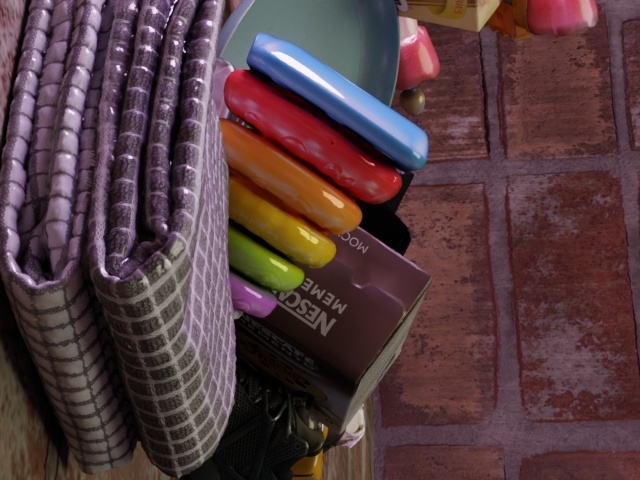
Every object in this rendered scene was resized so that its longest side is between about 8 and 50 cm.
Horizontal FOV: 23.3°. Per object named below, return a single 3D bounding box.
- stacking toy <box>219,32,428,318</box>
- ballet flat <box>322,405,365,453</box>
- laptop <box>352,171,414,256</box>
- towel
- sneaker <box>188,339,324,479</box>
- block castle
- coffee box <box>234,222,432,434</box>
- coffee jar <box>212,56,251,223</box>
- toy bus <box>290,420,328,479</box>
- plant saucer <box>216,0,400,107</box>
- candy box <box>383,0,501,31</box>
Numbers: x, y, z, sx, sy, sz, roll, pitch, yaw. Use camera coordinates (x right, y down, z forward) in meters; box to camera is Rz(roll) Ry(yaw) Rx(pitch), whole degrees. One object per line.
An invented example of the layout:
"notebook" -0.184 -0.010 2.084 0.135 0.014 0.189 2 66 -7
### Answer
"stacking toy" -0.060 0.001 1.232 0.302 0.166 0.175 -57 -179 2
"ballet flat" 0.015 0.272 2.284 0.280 0.096 0.095 12 76 -84
"laptop" 0.056 0.051 1.830 0.264 0.136 0.234 -6 126 -64
"towel" -0.115 -0.020 1.008 0.235 0.121 0.283 81 9 -55
"sneaker" -0.068 0.130 1.375 0.087 0.130 0.227 -81 162 -61
"block castle" 0.126 -0.332 1.969 0.453 0.303 0.212 -135 -151 -61
"coffee box" -0.009 0.068 1.444 0.119 0.168 0.297 -53 172 -14
"coffee jar" -0.099 -0.076 1.372 0.184 0.079 0.096 78 20 -60
"toy bus" -0.048 0.110 1.686 0.130 0.108 0.332 81 9 -63
"plant saucer" -0.030 -0.145 1.574 0.317 0.044 0.317 -33 136 -39
"candy box" 0.036 -0.343 1.634 0.087 0.316 0.183 -53 148 -37
